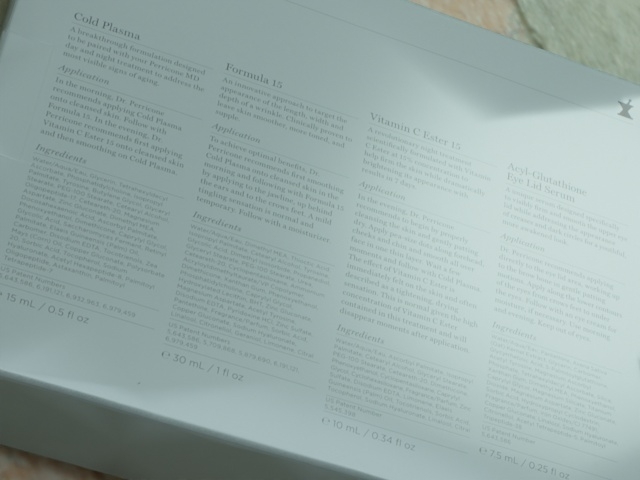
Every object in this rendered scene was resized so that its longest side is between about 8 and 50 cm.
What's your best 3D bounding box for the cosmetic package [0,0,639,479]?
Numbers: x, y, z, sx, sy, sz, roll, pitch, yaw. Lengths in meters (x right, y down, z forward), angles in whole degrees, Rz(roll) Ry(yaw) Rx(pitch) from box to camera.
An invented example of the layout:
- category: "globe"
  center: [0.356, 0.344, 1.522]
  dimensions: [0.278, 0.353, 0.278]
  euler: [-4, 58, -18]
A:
- category: "cosmetic package"
  center: [0.000, 0.000, 0.809]
  dimensions: [0.377, 0.097, 0.284]
  euler: [18, 60, -13]
